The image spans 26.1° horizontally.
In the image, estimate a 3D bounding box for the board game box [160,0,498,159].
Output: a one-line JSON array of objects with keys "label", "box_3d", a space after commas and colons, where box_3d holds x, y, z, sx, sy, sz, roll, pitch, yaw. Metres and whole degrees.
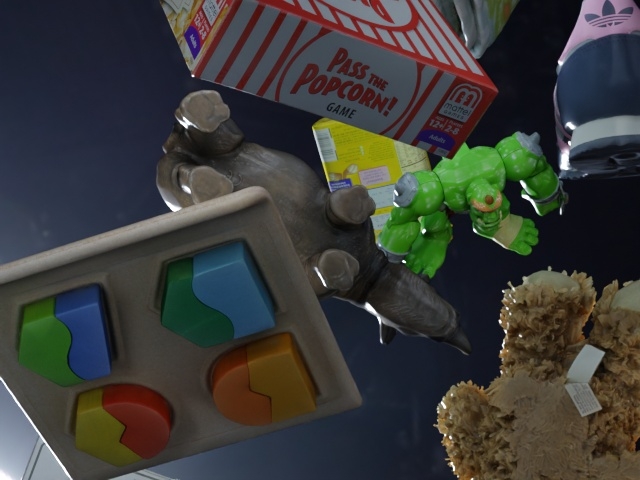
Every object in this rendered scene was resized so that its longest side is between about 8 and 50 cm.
[{"label": "board game box", "box_3d": [-0.016, -0.128, 0.679, 0.147, 0.045, 0.193, 14, -148, -33]}]

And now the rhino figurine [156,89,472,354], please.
[{"label": "rhino figurine", "box_3d": [0.000, 0.000, 0.859, 0.073, 0.243, 0.106, -58, -169, -11]}]

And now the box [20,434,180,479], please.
[{"label": "box", "box_3d": [-0.269, 0.367, 1.454, 0.169, 0.087, 0.289, 20, -107, -8]}]

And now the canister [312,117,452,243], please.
[{"label": "canister", "box_3d": [0.069, -0.067, 1.574, 0.126, 0.169, 0.073, -11, -167, 22]}]

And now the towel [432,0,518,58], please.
[{"label": "towel", "box_3d": [0.112, -0.344, 0.899, 0.090, 0.320, 0.374, 15, -120, 26]}]

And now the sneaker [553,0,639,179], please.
[{"label": "sneaker", "box_3d": [0.246, -0.119, 1.138, 0.112, 0.131, 0.319, -5, 177, 7]}]

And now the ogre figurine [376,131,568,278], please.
[{"label": "ogre figurine", "box_3d": [0.131, -0.035, 1.249, 0.197, 0.118, 0.096, -5, -128, 3]}]

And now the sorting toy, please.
[{"label": "sorting toy", "box_3d": [-0.091, 0.069, 0.809, 0.193, 0.208, 0.038, -17, -135, 7]}]

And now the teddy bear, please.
[{"label": "teddy bear", "box_3d": [0.205, 0.169, 1.160, 0.245, 0.113, 0.338, -7, -123, 16]}]
